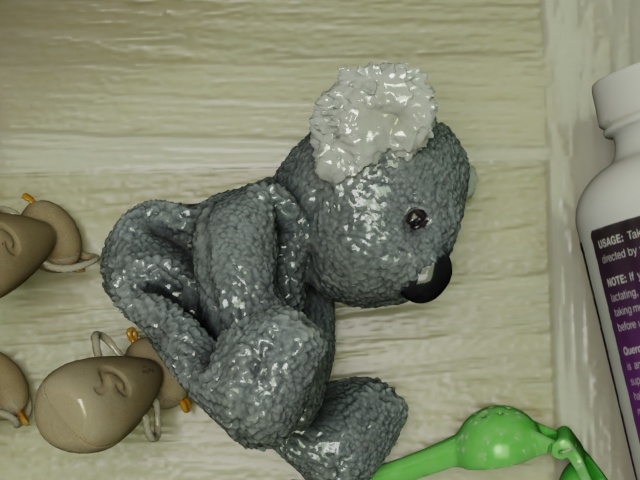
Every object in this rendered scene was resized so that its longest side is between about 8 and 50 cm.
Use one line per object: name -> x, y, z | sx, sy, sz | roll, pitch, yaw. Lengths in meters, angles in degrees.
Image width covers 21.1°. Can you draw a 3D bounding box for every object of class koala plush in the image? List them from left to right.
koala plush -> 0.000, 0.000, 1.028 | 0.221, 0.196, 0.203 | -46, 61, 1

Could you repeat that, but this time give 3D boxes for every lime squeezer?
lime squeezer -> 0.138, 0.168, 1.071 | 0.310, 0.059, 0.110 | 19, 85, 3

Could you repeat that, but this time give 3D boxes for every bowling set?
bowling set -> -0.240, 0.043, 1.070 | 0.200, 0.154, 0.287 | -34, 86, 19

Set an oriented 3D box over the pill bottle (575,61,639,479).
pill bottle -> 0.257, 0.050, 1.013 | 0.181, 0.181, 0.323 | -12, 85, 1
